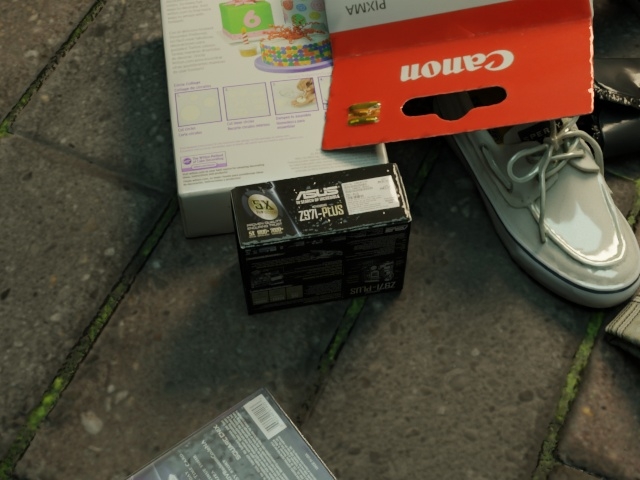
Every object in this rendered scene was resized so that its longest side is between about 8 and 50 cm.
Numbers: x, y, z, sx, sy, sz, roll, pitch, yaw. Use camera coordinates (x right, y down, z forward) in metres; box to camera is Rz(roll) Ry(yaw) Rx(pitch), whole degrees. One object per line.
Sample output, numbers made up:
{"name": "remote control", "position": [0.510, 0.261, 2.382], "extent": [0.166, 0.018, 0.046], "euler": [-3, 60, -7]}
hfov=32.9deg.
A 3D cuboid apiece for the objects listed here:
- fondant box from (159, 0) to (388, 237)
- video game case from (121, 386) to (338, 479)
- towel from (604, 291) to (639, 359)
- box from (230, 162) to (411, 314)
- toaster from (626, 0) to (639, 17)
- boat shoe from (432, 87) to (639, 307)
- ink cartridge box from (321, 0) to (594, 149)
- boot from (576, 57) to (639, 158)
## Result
{"name": "fondant box", "position": [-0.063, -0.176, 1.313], "extent": [0.238, 0.096, 0.330], "euler": [-7, 59, -5]}
{"name": "video game case", "position": [-0.111, 0.291, 1.060], "extent": [0.274, 0.026, 0.196], "euler": [-32, 63, -18]}
{"name": "towel", "position": [0.475, 0.036, 1.066], "extent": [0.312, 0.056, 0.324], "euler": [-40, 24, -10]}
{"name": "box", "position": [0.000, 0.000, 1.171], "extent": [0.180, 0.147, 0.077], "euler": [-10, 58, -5]}
{"name": "toaster", "position": [0.481, -0.399, 1.410], "extent": [0.186, 0.168, 0.110], "euler": [-25, 60, -14]}
{"name": "boat shoe", "position": [0.250, -0.100, 1.228], "extent": [0.136, 0.156, 0.367], "euler": [-20, 60, -12]}
{"name": "ink cartridge box", "position": [0.145, -0.297, 1.222], "extent": [0.308, 0.091, 0.385], "euler": [-6, 58, 21]}
{"name": "boot", "position": [0.406, -0.222, 1.324], "extent": [0.207, 0.094, 0.246], "euler": [-3, 76, -4]}
